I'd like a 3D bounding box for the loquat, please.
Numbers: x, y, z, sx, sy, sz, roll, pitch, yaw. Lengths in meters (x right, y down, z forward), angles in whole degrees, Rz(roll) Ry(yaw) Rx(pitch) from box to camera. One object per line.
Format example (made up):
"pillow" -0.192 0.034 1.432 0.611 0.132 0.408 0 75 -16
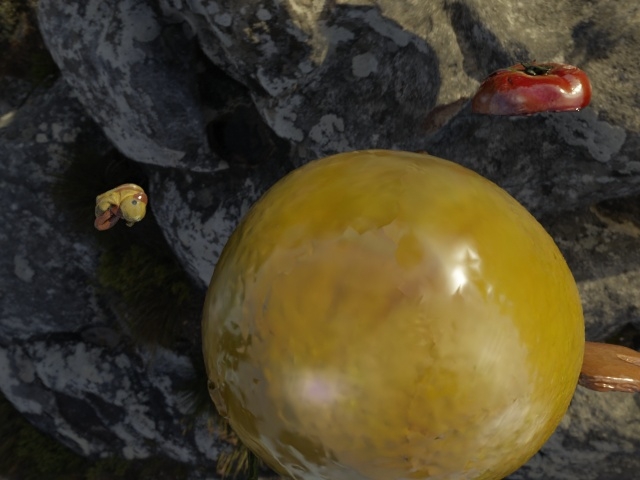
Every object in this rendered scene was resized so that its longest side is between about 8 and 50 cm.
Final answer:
"loquat" 0.048 0.096 0.451 0.328 0.360 0.328 13 164 4

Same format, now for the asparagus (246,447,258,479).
"asparagus" -0.077 0.293 0.571 0.023 0.233 0.022 -31 111 6

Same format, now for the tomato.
"tomato" 0.429 -0.313 1.026 0.227 0.228 0.101 2 114 14

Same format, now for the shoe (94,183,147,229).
"shoe" -0.359 -0.056 0.914 0.108 0.069 0.072 -2 153 6

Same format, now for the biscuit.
"biscuit" 0.502 0.213 0.881 0.186 0.192 0.036 6 98 0
